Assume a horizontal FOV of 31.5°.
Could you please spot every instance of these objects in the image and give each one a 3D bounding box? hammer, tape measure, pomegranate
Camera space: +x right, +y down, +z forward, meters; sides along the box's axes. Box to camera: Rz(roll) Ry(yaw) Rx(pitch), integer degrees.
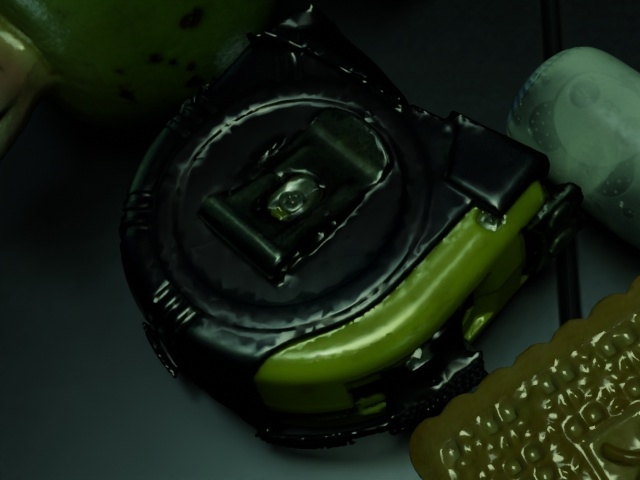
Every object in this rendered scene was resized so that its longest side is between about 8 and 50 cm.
[{"bbox_3d":[0.195,-0.082,0.573,0.194,0.069,0.116,-38,61,-15],"label":"hammer"},{"bbox_3d":[0.000,0.000,0.542,0.199,0.112,0.186,35,76,26],"label":"tape measure"},{"bbox_3d":[-0.127,-0.126,0.589,0.187,0.187,0.225,31,68,23],"label":"pomegranate"}]

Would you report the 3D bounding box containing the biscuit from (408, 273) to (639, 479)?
[{"bbox_3d":[0.151,0.132,0.389,0.172,0.029,0.254,-35,61,10],"label":"biscuit"}]
